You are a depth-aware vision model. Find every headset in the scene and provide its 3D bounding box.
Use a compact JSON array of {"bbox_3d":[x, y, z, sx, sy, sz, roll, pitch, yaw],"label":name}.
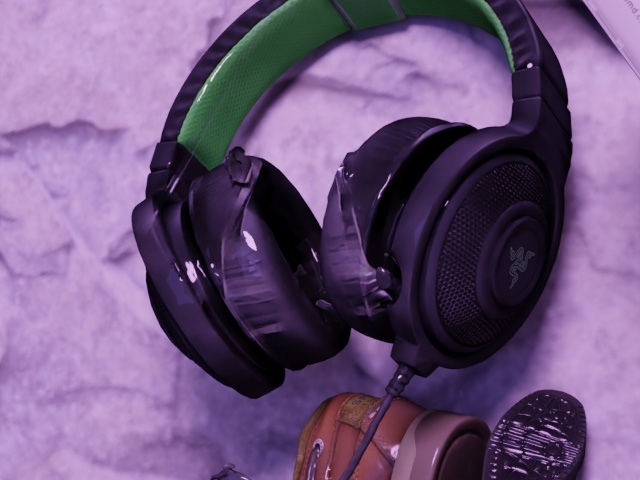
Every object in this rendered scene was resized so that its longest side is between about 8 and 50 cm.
[{"bbox_3d":[0.000,0.000,0.918,0.243,0.185,0.394,-10,58,26],"label":"headset"}]

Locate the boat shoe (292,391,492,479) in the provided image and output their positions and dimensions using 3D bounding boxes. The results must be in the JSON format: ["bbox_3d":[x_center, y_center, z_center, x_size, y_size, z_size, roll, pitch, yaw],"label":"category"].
[{"bbox_3d":[0.011,0.237,0.963,0.104,0.111,0.307,10,77,33],"label":"boat shoe"}]

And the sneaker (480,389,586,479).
[{"bbox_3d":[0.103,0.169,0.940,0.051,0.089,0.170,14,52,15],"label":"sneaker"}]

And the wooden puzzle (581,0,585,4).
[{"bbox_3d":[0.174,-0.270,0.979,0.221,0.044,0.239,-46,61,15],"label":"wooden puzzle"}]

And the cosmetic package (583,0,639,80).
[{"bbox_3d":[0.325,-0.157,0.796,0.365,0.197,0.155,-38,67,16],"label":"cosmetic package"}]
